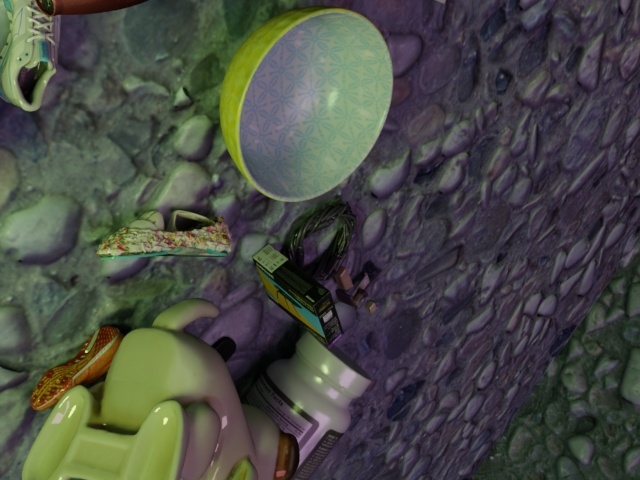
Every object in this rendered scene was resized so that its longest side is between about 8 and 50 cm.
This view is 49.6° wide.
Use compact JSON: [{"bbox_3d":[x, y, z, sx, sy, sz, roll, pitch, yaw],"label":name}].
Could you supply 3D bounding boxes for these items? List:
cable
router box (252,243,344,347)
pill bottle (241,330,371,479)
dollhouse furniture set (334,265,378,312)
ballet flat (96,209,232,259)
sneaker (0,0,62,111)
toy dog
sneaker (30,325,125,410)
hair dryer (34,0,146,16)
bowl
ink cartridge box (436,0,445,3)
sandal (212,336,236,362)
[{"bbox_3d":[0.000,0.000,1.348,0.150,0.047,0.184,15,110,-44],"label":"cable"},{"bbox_3d":[-0.041,0.101,1.269,0.046,0.179,0.133,-39,139,-19],"label":"router box"},{"bbox_3d":[-0.069,0.379,1.428,0.363,0.210,0.210,-52,141,-1],"label":"pill bottle"},{"bbox_3d":[0.084,0.080,1.468,0.081,0.091,0.114,-51,141,-27],"label":"dollhouse furniture set"},{"bbox_3d":[-0.241,-0.009,1.082,0.241,0.091,0.077,-1,89,-49],"label":"ballet flat"},{"bbox_3d":[-0.327,-0.239,0.804,0.071,0.083,0.190,-4,120,-42],"label":"sneaker"},{"bbox_3d":[-0.217,0.335,1.158,0.408,0.285,0.395,52,38,-47],"label":"toy dog"},{"bbox_3d":[-0.381,0.214,1.108,0.175,0.064,0.067,-38,136,-17],"label":"sneaker"},{"bbox_3d":[-0.190,-0.339,0.774,0.293,0.223,0.080,-33,97,0],"label":"hair dryer"},{"bbox_3d":[-0.046,-0.220,1.038,0.289,0.156,0.289,-25,134,-29],"label":"bowl"},{"bbox_3d":[0.175,-0.464,1.148,0.181,0.061,0.104,1,118,-46],"label":"ink cartridge box"},{"bbox_3d":[-0.226,0.258,1.315,0.179,0.040,0.067,-44,141,-10],"label":"sandal"}]
